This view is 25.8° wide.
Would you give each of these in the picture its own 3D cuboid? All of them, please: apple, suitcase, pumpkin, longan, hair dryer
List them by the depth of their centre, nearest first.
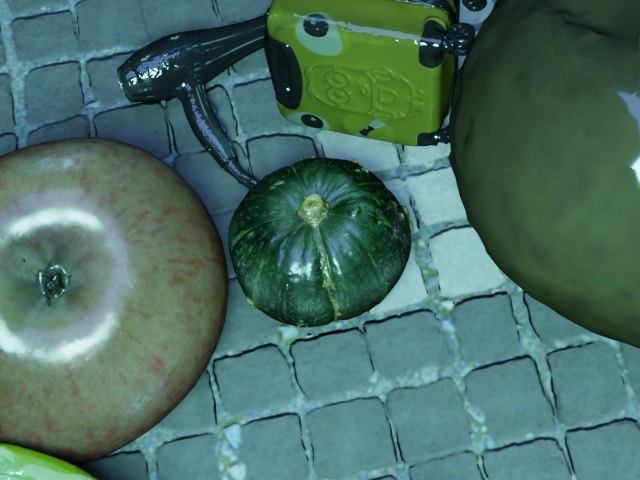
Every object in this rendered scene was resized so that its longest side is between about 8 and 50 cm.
[{"bbox_3d":[0.332,-0.094,1.333,0.435,0.404,0.404,31,69,11],"label":"longan"},{"bbox_3d":[-0.259,0.054,1.375,0.344,0.269,0.345,-2,63,3],"label":"apple"},{"bbox_3d":[-0.001,0.001,1.448,0.190,0.146,0.190,8,47,-9],"label":"pumpkin"},{"bbox_3d":[0.059,-0.216,1.529,0.234,0.194,0.143,11,56,11],"label":"suitcase"},{"bbox_3d":[-0.107,-0.149,1.595,0.195,0.075,0.219,-23,73,-17],"label":"hair dryer"}]

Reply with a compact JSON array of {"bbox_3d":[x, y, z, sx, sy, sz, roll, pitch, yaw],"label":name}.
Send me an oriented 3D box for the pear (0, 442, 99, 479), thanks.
[{"bbox_3d":[-0.224,0.354,1.275,0.281,0.176,0.286,9,64,6],"label":"pear"}]
